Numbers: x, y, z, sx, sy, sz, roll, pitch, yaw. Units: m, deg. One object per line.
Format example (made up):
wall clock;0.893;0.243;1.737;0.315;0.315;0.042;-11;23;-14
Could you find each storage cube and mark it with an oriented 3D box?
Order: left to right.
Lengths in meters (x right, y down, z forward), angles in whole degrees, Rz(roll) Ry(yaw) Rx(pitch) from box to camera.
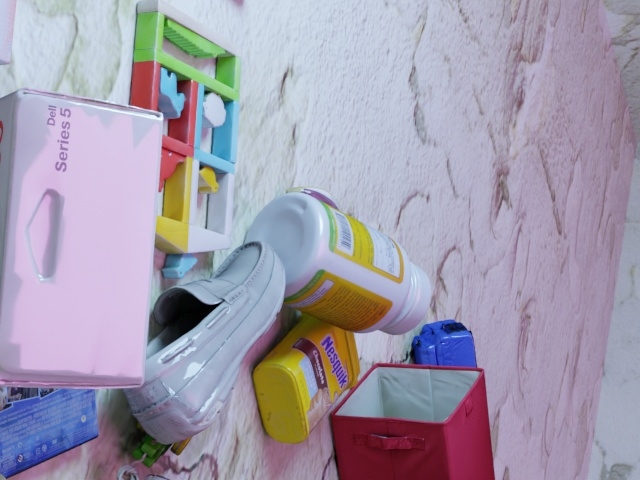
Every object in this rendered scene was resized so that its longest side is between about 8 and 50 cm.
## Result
storage cube;0.144;0.310;1.840;0.215;0.183;0.193;-37;123;-59

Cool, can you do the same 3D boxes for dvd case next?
dvd case;-0.276;0.084;1.147;0.180;0.022;0.253;-16;104;-63

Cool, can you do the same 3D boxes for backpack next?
backpack;0.206;0.183;2.076;0.120;0.101;0.098;-121;-152;-75

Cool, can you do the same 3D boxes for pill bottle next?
pill bottle;0.030;0.041;1.585;0.245;0.136;0.136;26;65;-43

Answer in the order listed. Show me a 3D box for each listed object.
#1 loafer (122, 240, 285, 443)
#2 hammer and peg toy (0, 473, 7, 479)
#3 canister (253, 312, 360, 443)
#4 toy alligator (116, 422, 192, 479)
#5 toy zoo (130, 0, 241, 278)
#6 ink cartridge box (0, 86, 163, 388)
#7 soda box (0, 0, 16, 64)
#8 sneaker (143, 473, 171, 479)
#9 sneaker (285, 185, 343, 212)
loafer;-0.125;0.086;1.362;0.111;0.112;0.319;53;31;-18
hammer and peg toy;-0.315;0.019;0.782;0.127;0.266;0.362;-18;114;-37
canister;-0.017;0.176;1.633;0.170;0.073;0.126;-44;128;-55
toy alligator;-0.175;0.216;1.329;0.051;0.056;0.190;-58;176;37
toy zoo;-0.154;-0.103;1.396;0.192;0.030;0.293;20;71;-63
ink cartridge box;-0.232;0.009;0.932;0.114;0.272;0.199;7;83;-33
soda box;-0.299;-0.245;1.062;0.063;0.058;0.183;20;71;-63
sneaker;-0.167;0.356;1.322;0.094;0.081;0.209;-49;126;-45
sneaker;0.000;0.000;1.675;0.185;0.069;0.084;53;38;-50
